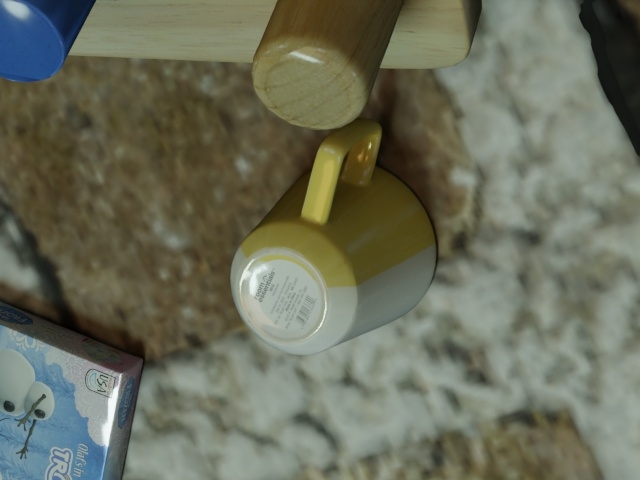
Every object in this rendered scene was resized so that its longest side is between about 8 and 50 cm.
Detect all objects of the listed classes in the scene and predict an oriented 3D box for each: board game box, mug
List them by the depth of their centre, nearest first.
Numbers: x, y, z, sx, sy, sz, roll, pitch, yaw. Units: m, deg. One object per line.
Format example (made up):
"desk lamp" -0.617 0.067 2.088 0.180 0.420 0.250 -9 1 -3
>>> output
"mug" -0.002 0.003 0.653 0.062 0.064 0.078 -13 101 29
"board game box" -0.121 0.074 0.757 0.090 0.020 0.090 20 114 17

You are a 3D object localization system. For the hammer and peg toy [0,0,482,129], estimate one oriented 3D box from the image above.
"hammer and peg toy" -0.140 -0.153 0.571 0.361 0.127 0.266 3 139 19
